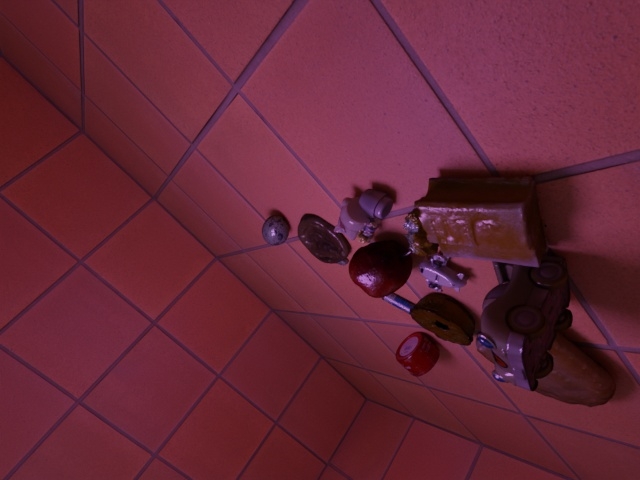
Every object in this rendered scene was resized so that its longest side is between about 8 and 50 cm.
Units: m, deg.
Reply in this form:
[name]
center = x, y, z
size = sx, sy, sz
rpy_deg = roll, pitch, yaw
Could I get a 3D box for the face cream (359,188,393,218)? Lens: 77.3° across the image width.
[face cream]
center = 0.185, -0.124, 1.334
size = 0.095, 0.091, 0.091
rpy_deg = 34, 156, 28

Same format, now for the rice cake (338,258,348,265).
[rice cake]
center = 0.060, 0.086, 1.927
size = 0.180, 0.042, 0.030
rpy_deg = 13, 118, 43

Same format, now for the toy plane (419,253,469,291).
[toy plane]
center = 0.433, 0.117, 1.418
size = 0.174, 0.080, 0.173
rpy_deg = 25, 134, 29

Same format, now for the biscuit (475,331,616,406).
[biscuit]
center = 0.800, 0.456, 1.459
size = 0.446, 0.104, 0.429
rpy_deg = 38, 155, 3

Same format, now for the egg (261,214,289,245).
[egg]
center = -0.220, -0.051, 1.959
size = 0.132, 0.132, 0.172
rpy_deg = 30, 143, 18

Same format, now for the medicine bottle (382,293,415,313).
[medicine bottle]
center = 0.347, 0.278, 1.839
size = 0.191, 0.051, 0.051
rpy_deg = 28, 153, 24

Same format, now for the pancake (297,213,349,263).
[pancake]
center = 0.000, 0.000, 1.830
size = 0.295, 0.049, 0.294
rpy_deg = 32, 149, 22

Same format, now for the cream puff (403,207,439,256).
[cream puff]
center = 0.327, -0.031, 1.246
size = 0.121, 0.156, 0.156
rpy_deg = 0, 150, -1

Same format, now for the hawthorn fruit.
[hawthorn fruit]
center = 0.250, 0.094, 1.486
size = 0.266, 0.230, 0.210
rpy_deg = -28, 76, 41

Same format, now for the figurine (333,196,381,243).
[figurine]
center = 0.131, -0.061, 1.488
size = 0.155, 0.127, 0.235
rpy_deg = 27, 159, 4

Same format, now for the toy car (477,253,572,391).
[toy car]
center = 0.539, 0.202, 1.110
size = 0.227, 0.336, 0.242
rpy_deg = 14, 146, 45

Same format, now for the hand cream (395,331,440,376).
[hand cream]
center = 0.476, 0.558, 1.973
size = 0.125, 0.193, 0.193
rpy_deg = 44, 155, -4

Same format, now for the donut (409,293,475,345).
[donut]
center = 0.507, 0.319, 1.639
size = 0.272, 0.107, 0.272
rpy_deg = 31, 159, 13

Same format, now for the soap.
[soap]
center = 0.435, -0.047, 1.080
size = 0.281, 0.143, 0.259
rpy_deg = 4, 141, 44
